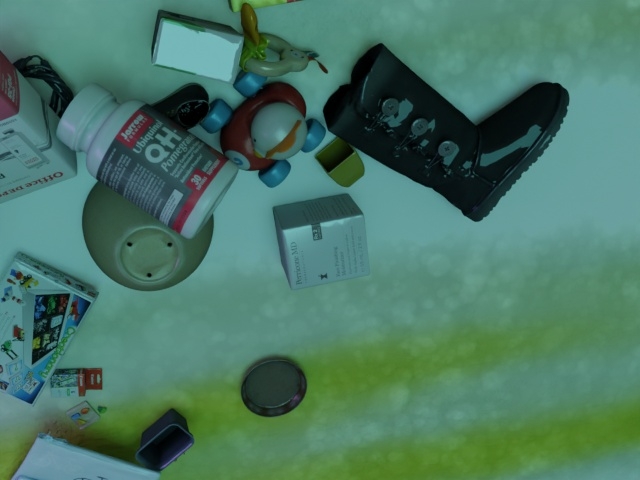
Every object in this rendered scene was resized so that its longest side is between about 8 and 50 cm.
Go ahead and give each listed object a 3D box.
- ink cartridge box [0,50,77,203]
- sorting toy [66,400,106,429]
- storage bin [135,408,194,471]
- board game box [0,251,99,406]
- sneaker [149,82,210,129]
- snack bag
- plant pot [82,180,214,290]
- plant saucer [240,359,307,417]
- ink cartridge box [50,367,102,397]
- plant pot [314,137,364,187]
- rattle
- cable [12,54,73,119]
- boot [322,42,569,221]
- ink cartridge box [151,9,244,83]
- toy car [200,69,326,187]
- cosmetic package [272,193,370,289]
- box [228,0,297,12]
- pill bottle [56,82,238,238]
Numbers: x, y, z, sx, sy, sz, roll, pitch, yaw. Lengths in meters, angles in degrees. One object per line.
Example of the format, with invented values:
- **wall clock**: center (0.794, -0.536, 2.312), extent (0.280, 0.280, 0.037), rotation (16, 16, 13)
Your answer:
- **ink cartridge box**: center (-0.610, -0.200, 1.405), extent (0.207, 0.117, 0.283), rotation (-19, 151, 3)
- **sorting toy**: center (-0.559, 0.415, 1.822), extent (0.083, 0.012, 0.062), rotation (-30, 116, 1)
- **storage bin**: center (-0.375, 0.483, 1.851), extent (0.135, 0.091, 0.098), rotation (-40, 115, 6)
- **board game box**: center (-0.649, 0.200, 1.675), extent (0.193, 0.053, 0.305), rotation (30, 103, -14)
- **sneaker**: center (-0.322, -0.235, 1.544), extent (0.222, 0.118, 0.083), rotation (-39, 115, 5)
- **snack bag**: center (-0.585, 0.615, 1.838), extent (0.323, 0.037, 0.343), rotation (26, 122, -21)
- **plant pot**: center (-0.358, -0.005, 1.594), extent (0.284, 0.191, 0.284), rotation (-5, 114, -12)
- **plant saucer**: center (-0.117, 0.365, 1.896), extent (0.168, 0.029, 0.169), rotation (-4, 113, -11)
- **ink cartridge box**: center (-0.571, 0.333, 1.775), extent (0.115, 0.029, 0.063), rotation (0, 112, -12)
- **plant pot**: center (0.052, -0.167, 1.684), extent (0.081, 0.081, 0.083), rotation (-39, 131, 5)
- **rattle**: center (-0.068, -0.405, 1.519), extent (0.199, 0.130, 0.143), rotation (3, 121, -13)
- **cable**: center (-0.588, -0.273, 1.512), extent (0.184, 0.047, 0.151), rotation (-34, 124, 7)
- **boot**: center (0.277, -0.292, 1.660), extent (0.445, 0.146, 0.367), rotation (31, 101, -18)
- **ink cartridge box**: center (-0.241, -0.375, 1.453), extent (0.154, 0.212, 0.093), rotation (10, 107, -16)
- **toy car**: center (-0.105, -0.212, 1.539), extent (0.210, 0.238, 0.219), rotation (-44, 114, 7)
- **cosmetic package**: center (0.000, 0.000, 1.700), extent (0.183, 0.151, 0.151), rotation (-12, 114, -8)
- **box**: center (-0.069, -0.504, 1.508), extent (0.232, 0.087, 0.058), rotation (-12, 115, -9)
- **pill bottle**: center (-0.331, -0.157, 1.448), extent (0.318, 0.176, 0.176), rotation (34, 102, -5)
